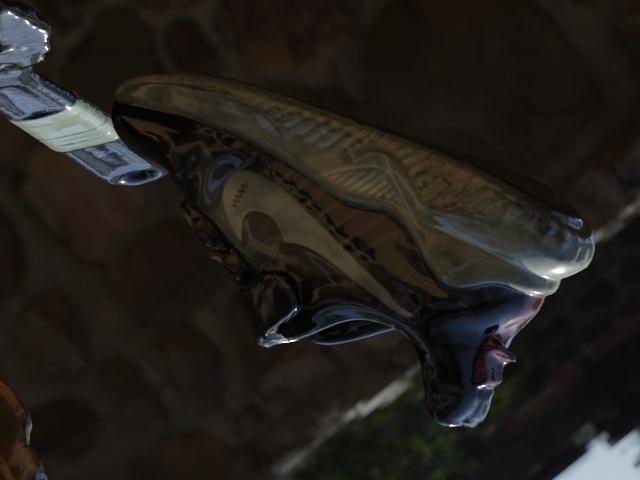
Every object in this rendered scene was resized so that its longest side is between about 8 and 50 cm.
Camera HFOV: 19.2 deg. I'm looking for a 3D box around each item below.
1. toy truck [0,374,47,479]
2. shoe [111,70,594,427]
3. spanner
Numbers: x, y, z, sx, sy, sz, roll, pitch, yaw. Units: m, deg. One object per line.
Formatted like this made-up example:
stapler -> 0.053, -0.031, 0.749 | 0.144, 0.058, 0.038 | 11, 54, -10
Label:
toy truck -> -0.164, 0.068, 0.344 | 0.257, 0.140, 0.108 | 2, 131, -46
shoe -> 0.000, 0.000, 0.804 | 0.099, 0.228, 0.112 | 8, 99, -65
spanner -> -0.123, -0.061, 0.874 | 0.087, 0.024, 0.316 | -13, 168, 11
